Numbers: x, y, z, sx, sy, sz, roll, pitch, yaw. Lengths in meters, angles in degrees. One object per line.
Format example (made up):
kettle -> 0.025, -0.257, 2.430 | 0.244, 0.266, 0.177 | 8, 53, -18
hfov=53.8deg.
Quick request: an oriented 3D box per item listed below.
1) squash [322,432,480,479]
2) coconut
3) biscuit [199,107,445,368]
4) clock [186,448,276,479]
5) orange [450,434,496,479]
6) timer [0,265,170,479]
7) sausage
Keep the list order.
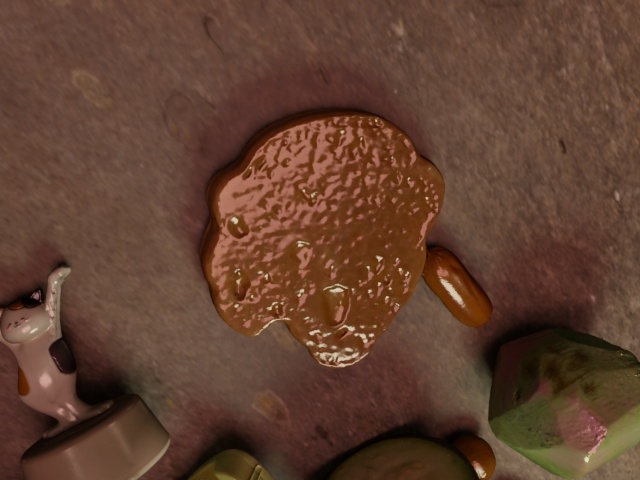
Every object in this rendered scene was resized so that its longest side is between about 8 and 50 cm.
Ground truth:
squash -> 0.169, 0.519, 0.956 | 0.263, 0.263, 0.384 | -26, 114, -6
coconut -> 0.356, 0.238, 0.941 | 0.236, 0.236, 0.204 | -16, 147, -10
biscuit -> 0.000, 0.000, 0.836 | 0.312, 0.057, 0.351 | 6, 105, -17
clock -> -0.148, 0.413, 0.904 | 0.232, 0.069, 0.170 | -37, 98, 22
orange -> 0.241, 0.356, 1.020 | 0.085, 0.085, 0.085 | -5, 110, -14
timer -> -0.323, 0.179, 0.778 | 0.175, 0.175, 0.266 | -26, 95, -6
sausage -> 0.201, 0.073, 0.921 | 0.062, 0.054, 0.183 | -39, 117, 3
